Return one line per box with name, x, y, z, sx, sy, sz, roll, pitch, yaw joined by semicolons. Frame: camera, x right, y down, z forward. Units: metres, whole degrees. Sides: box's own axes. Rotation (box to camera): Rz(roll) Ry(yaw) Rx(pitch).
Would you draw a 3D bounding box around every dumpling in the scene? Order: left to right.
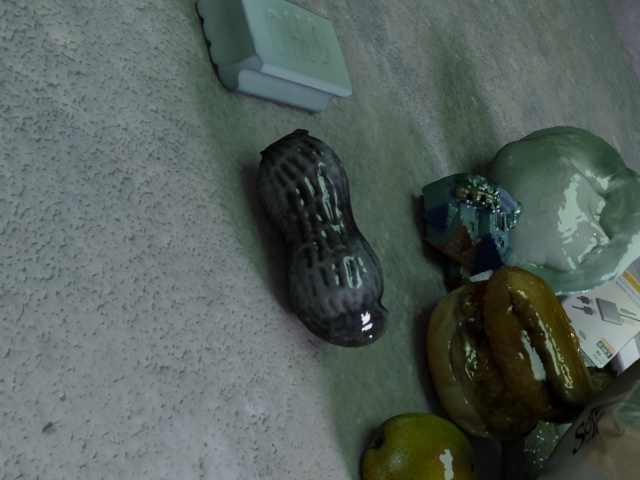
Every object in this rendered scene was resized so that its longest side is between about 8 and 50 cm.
dumpling;0.392;-0.054;1.558;0.269;0.212;0.321;1;80;-18

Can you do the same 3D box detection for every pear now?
pear;0.119;0.257;1.014;0.141;0.104;0.141;34;41;-36

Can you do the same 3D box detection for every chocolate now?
chocolate;0.000;0.000;1.005;0.110;0.110;0.248;1;66;-56

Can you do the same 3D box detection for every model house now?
model house;0.216;-0.001;1.333;0.148;0.119;0.149;31;53;-43

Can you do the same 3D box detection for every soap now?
soap;-0.051;-0.232;1.118;0.198;0.066;0.119;3;65;-56

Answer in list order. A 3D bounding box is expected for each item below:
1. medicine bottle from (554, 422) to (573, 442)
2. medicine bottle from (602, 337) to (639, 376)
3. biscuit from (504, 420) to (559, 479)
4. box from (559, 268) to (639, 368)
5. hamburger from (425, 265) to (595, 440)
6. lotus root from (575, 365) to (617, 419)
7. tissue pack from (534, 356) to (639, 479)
medicine bottle;0.382;0.329;1.405;0.057;0.057;0.089;23;52;-49
medicine bottle;0.531;0.267;1.619;0.078;0.115;0.219;-7;71;-18
biscuit;0.312;0.293;1.340;0.141;0.038;0.290;40;41;-37
box;0.486;0.125;1.582;0.247;0.033;0.129;-35;77;-30
hamburger;0.251;0.152;1.233;0.244;0.163;0.244;44;29;-32
lotus root;0.475;0.300;1.472;0.278;0.154;0.154;63;30;-18
tissue pack;0.352;0.321;1.085;0.195;0.376;0.390;36;22;25
